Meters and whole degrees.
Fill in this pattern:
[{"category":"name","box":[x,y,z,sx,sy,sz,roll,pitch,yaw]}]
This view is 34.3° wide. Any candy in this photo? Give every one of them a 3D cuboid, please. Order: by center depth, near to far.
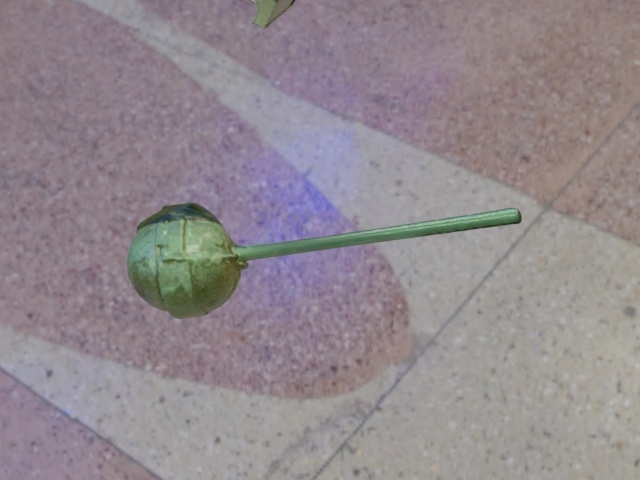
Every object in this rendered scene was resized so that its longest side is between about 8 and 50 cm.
[{"category":"candy","box":[0.000,0.000,0.527,0.203,0.061,0.061,-8,45,8]}]

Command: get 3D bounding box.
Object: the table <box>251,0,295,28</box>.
[{"category":"table","box":[-0.035,-0.197,0.684,0.062,0.083,0.079,31,29,0]}]
